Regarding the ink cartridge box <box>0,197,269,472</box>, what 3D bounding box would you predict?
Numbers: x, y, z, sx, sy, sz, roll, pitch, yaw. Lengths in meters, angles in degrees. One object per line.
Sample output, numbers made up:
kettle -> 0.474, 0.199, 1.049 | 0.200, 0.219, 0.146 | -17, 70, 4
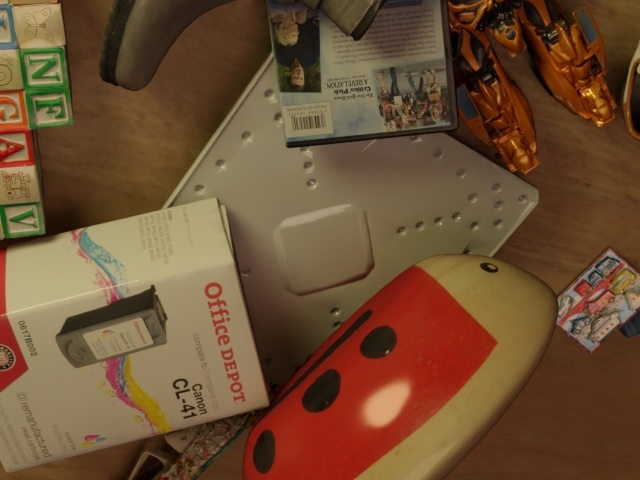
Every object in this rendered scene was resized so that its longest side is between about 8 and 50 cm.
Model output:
ink cartridge box -> -0.228, 0.104, 1.144 | 0.306, 0.131, 0.226 | -13, 126, -4

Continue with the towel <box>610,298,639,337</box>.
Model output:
towel -> 0.457, 0.082, 1.431 | 0.119, 0.029, 0.067 | -31, 122, 9

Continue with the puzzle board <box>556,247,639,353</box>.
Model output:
puzzle board -> 0.376, 0.084, 1.404 | 0.096, 0.011, 0.128 | 38, 109, -12

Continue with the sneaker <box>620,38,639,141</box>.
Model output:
sneaker -> 0.405, -0.234, 1.126 | 0.105, 0.123, 0.290 | 17, 122, 9

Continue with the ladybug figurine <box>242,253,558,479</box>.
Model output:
ladybug figurine -> 0.069, 0.177, 1.180 | 0.449, 0.305, 0.162 | -45, 97, -7

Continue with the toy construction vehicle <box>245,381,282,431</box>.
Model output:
toy construction vehicle -> -0.089, 0.199, 1.344 | 0.086, 0.098, 0.035 | 35, 146, -22

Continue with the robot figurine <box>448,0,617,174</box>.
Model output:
robot figurine -> 0.204, -0.218, 1.122 | 0.211, 0.085, 0.291 | -33, 126, 8

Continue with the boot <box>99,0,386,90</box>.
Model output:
boot -> -0.050, -0.243, 0.974 | 0.222, 0.118, 0.338 | 30, 113, -9

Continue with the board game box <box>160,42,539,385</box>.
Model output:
board game box -> 0.000, 0.000, 1.243 | 0.389, 0.050, 0.390 | 26, 114, -28

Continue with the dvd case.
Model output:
dvd case -> 0.038, -0.224, 1.039 | 0.180, 0.022, 0.253 | -5, 107, 7

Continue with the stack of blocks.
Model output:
stack of blocks -> -0.332, -0.146, 1.030 | 0.171, 0.087, 0.297 | -6, 125, -11

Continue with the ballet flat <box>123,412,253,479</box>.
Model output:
ballet flat -> -0.192, 0.289, 1.378 | 0.077, 0.091, 0.241 | 41, 104, -10
